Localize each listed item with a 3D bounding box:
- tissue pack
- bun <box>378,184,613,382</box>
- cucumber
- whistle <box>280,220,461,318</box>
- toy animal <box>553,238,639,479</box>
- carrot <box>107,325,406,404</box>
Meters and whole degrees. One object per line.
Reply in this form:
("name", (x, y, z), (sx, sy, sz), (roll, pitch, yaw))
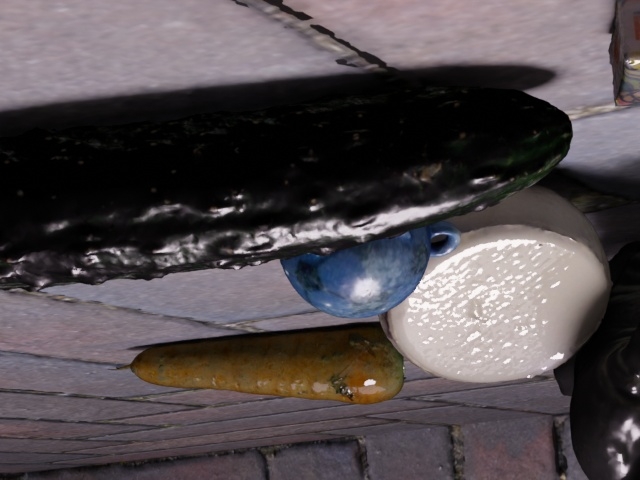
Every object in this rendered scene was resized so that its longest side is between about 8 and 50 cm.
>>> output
("tissue pack", (0.156, -0.078, 0.553), (0.083, 0.035, 0.063), (-4, 169, 6))
("bun", (0.100, 0.012, 0.850), (0.138, 0.094, 0.138), (-1, 133, -1))
("cucumber", (-0.038, -0.024, 0.642), (0.303, 0.072, 0.081), (-6, -148, 9))
("whistle", (0.000, 0.000, 0.753), (0.158, 0.090, 0.090), (-1, 168, -15))
("toy animal", (0.222, 0.064, 0.933), (0.106, 0.168, 0.343), (24, -172, 4))
("carrot", (-0.066, 0.122, 1.380), (0.298, 0.078, 0.078), (-2, 169, 9))
